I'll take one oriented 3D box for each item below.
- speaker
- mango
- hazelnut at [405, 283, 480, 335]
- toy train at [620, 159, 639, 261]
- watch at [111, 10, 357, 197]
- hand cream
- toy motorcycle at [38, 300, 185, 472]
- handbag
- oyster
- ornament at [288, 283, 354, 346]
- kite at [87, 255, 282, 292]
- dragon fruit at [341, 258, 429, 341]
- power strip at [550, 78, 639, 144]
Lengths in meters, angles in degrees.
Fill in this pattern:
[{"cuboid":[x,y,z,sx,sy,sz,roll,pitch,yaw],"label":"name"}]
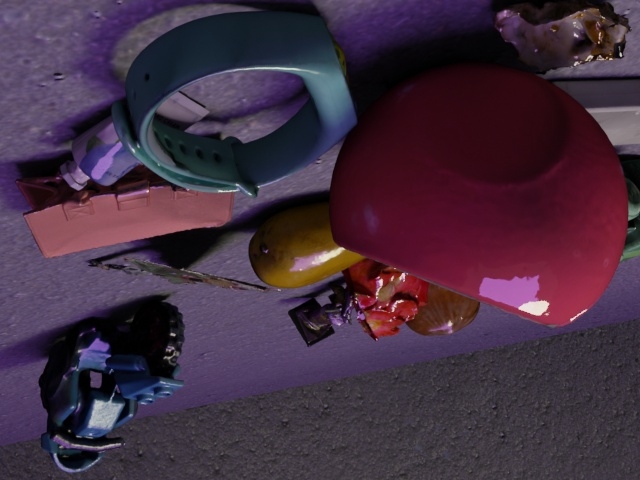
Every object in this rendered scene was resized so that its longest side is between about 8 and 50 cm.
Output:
[{"cuboid":[0.155,-0.031,0.890,0.294,0.294,0.294,-12,164,-3],"label":"speaker"},{"cuboid":[0.000,0.000,1.192,0.195,0.098,0.137,-17,161,-9],"label":"mango"},{"cuboid":[0.209,0.098,1.597,0.150,0.150,0.150,-12,164,-3],"label":"hazelnut"},{"cuboid":[0.382,-0.007,1.354,0.238,0.167,0.299,-8,165,-37],"label":"toy train"},{"cuboid":[-0.065,-0.109,0.775,0.195,0.068,0.237,-21,162,4],"label":"watch"},{"cuboid":[-0.179,-0.093,0.827,0.142,0.053,0.084,-29,159,16],"label":"hand cream"},{"cuboid":[-0.363,0.260,1.537,0.416,0.232,0.172,-26,148,37],"label":"toy motorcycle"},{"cuboid":[-0.199,-0.045,0.943,0.212,0.059,0.157,-11,165,-11],"label":"handbag"},{"cuboid":[0.224,-0.188,0.799,0.103,0.051,0.148,-7,162,32],"label":"oyster"},{"cuboid":[0.045,0.109,1.636,0.203,0.088,0.081,-39,172,33],"label":"ornament"},{"cuboid":[-0.182,0.051,1.202,0.267,0.013,0.323,8,172,3],"label":"kite"},{"cuboid":[0.104,0.041,1.356,0.189,0.163,0.261,-43,159,4],"label":"dragon fruit"},{"cuboid":[0.392,-0.153,1.069,0.367,0.043,0.106,-5,163,-24],"label":"power strip"}]
